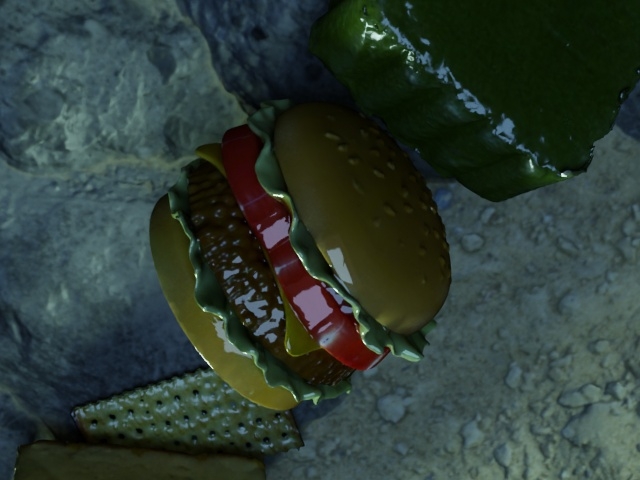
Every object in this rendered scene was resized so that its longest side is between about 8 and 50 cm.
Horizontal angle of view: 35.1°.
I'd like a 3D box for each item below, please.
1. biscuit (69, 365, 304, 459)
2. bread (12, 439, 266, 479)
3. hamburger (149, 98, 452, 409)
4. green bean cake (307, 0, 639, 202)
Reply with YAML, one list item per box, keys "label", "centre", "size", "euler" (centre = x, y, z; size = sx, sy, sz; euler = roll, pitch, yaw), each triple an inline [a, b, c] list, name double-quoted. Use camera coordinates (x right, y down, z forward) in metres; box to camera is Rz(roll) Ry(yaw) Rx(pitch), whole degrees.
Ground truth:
- label: "biscuit"
  centre: [-0.147, 0.210, 1.131]
  size: [0.231, 0.016, 0.139]
  euler: [-18, 114, 2]
- label: "bread"
  centre: [-0.206, 0.382, 1.086]
  size: [0.278, 0.207, 0.279]
  euler: [9, 117, -11]
- label: "hamburger"
  centre: [0.000, 0.000, 0.907]
  size: [0.212, 0.274, 0.274]
  euler: [-34, 113, 20]
- label: "green bean cake"
  centre: [0.148, -0.191, 0.877]
  size: [0.249, 0.156, 0.247]
  euler: [36, 74, -14]
